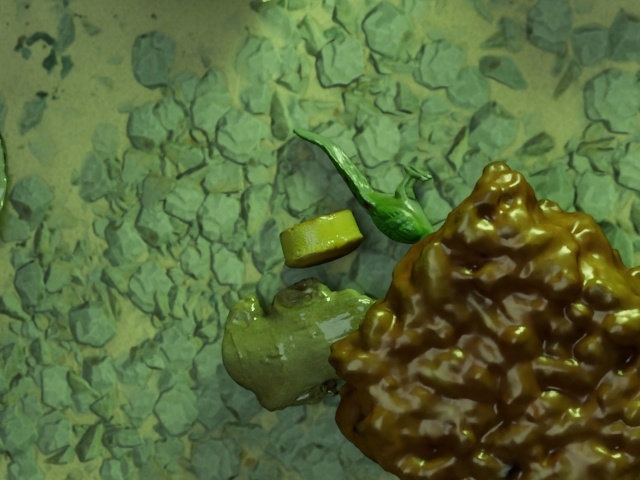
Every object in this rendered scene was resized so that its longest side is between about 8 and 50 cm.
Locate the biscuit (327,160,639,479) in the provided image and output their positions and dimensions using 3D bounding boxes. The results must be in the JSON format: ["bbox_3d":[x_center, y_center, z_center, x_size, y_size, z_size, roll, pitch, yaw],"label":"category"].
[{"bbox_3d":[0.187,0.128,1.573,0.312,0.110,0.318,40,103,-2],"label":"biscuit"}]

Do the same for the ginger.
[{"bbox_3d":[0.008,0.102,1.678,0.213,0.074,0.137,-7,109,23],"label":"ginger"}]

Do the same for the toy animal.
[{"bbox_3d":[0.064,-0.059,1.664,0.075,0.041,0.217,-46,74,18],"label":"toy animal"}]

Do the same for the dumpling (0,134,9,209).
[{"bbox_3d":[-0.427,-0.083,1.806,0.173,0.142,0.247,-14,81,-15],"label":"dumpling"}]

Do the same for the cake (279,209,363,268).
[{"bbox_3d":[0.000,0.000,1.669,0.084,0.084,0.044,-20,85,20],"label":"cake"}]
